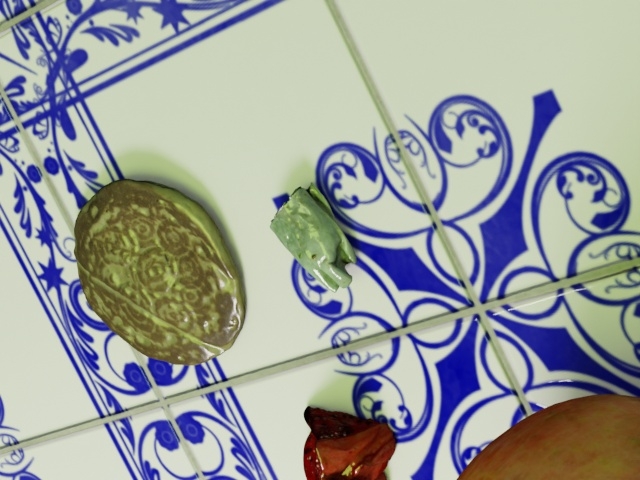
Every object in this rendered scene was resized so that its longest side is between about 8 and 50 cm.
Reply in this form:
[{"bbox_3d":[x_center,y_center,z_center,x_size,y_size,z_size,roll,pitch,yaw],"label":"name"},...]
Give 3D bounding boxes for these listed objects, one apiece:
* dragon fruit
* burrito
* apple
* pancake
[{"bbox_3d":[0.005,0.292,1.887,0.122,0.092,0.192,22,123,24],"label":"dragon fruit"},{"bbox_3d":[-0.002,0.002,1.783,0.074,0.044,0.118,-40,84,36],"label":"burrito"},{"bbox_3d":[0.269,0.334,1.549,0.364,0.364,0.364,15,120,28],"label":"apple"},{"bbox_3d":[-0.195,0.036,1.937,0.250,0.031,0.250,16,121,28],"label":"pancake"}]
